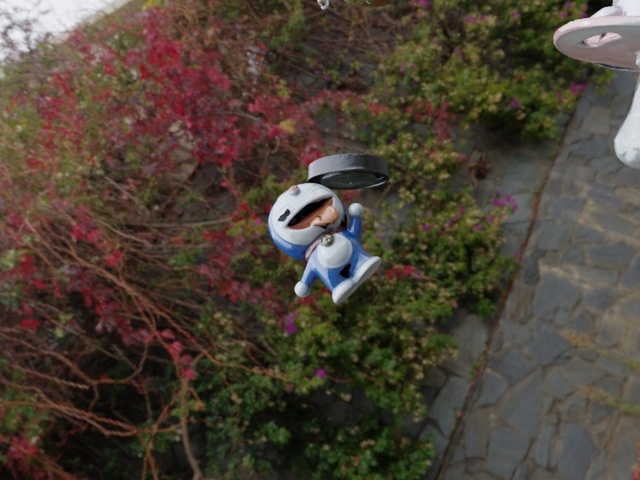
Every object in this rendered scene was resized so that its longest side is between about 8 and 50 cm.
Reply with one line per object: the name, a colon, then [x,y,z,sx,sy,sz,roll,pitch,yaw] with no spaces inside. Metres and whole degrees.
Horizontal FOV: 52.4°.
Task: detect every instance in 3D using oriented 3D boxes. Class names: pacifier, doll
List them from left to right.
doll: [0.000,0.000,1.312,0.215,0.257,0.161,-41,-22,-4]
pacifier: [0.520,-0.265,0.996,0.220,0.332,0.273,113,165,-57]

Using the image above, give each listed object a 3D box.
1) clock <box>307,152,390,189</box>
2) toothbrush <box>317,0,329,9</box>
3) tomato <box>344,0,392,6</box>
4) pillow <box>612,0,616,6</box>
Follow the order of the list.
clock: [0.061,-0.150,1.438,0.184,0.184,0.040,28,-122,-74]
toothbrush: [0.010,-0.754,1.825,0.030,0.025,0.342,40,-142,-38]
tomato: [0.178,-0.907,2.108,0.239,0.303,0.303,-56,-15,-68]
pillow: [0.748,-0.539,1.311,0.075,0.302,0.185,22,-111,-78]
